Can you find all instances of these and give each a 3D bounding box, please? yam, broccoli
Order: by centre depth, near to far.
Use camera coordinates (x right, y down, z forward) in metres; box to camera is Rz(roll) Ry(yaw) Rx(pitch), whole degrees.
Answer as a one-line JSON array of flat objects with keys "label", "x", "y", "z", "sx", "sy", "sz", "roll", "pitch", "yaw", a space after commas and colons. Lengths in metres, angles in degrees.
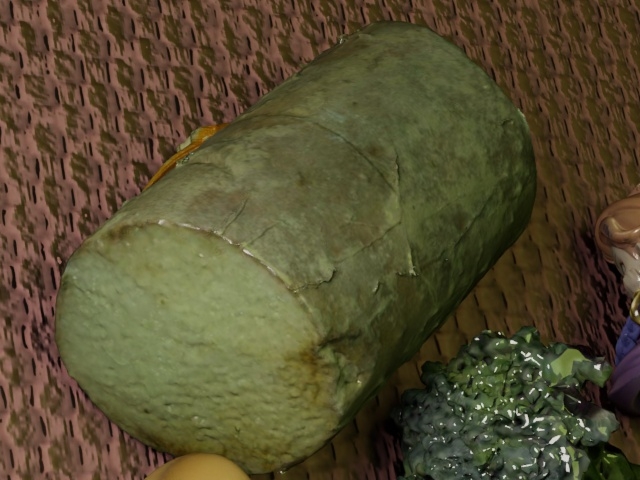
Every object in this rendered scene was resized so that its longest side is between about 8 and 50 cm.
[{"label": "yam", "x": 0.000, "y": 0.000, "z": 1.004, "sx": 0.161, "sy": 0.161, "sz": 0.268, "roll": 52, "pitch": 44, "yaw": -4}, {"label": "broccoli", "x": 0.166, "y": 0.149, "z": 1.084, "sx": 0.304, "sy": 0.145, "sz": 0.165, "roll": 19, "pitch": 59, "yaw": -44}]

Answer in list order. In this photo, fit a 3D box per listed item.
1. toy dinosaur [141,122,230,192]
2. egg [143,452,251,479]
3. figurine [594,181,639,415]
[{"label": "toy dinosaur", "x": -0.068, "y": -0.047, "z": 1.054, "sx": 0.113, "sy": 0.041, "sz": 0.026, "roll": -33, "pitch": 93, "yaw": -39}, {"label": "egg", "x": -0.063, "y": 0.147, "z": 0.924, "sx": 0.080, "sy": 0.080, "sz": 0.096, "roll": 21, "pitch": 52, "yaw": -29}, {"label": "figurine", "x": 0.230, "y": 0.032, "z": 1.196, "sx": 0.126, "sy": 0.114, "sz": 0.157, "roll": 32, "pitch": 47, "yaw": -41}]
